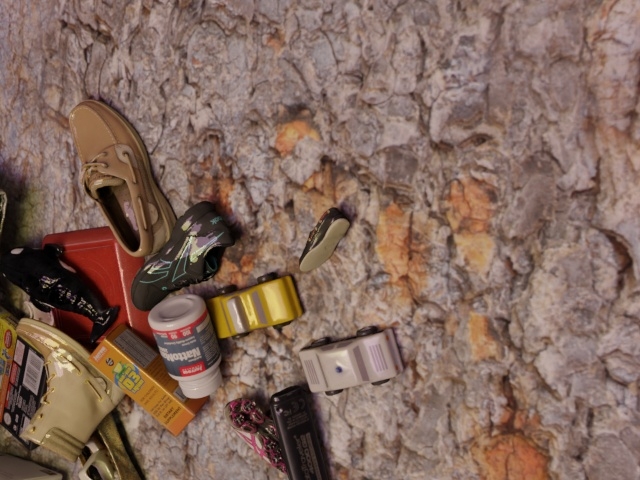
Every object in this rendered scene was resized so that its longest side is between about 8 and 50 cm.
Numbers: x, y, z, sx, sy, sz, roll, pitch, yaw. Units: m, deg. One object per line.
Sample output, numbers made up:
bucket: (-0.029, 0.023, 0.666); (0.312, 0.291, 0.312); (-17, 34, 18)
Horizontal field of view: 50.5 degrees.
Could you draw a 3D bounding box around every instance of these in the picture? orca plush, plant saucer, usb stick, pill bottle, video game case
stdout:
orca plush: (-0.554, 0.107, 1.363); (0.287, 0.102, 0.151); (43, 112, 12)
plant saucer: (-0.472, 0.106, 1.410); (0.258, 0.047, 0.259); (-6, 97, 25)
usb stick: (-0.030, 0.405, 1.244); (0.045, 0.077, 0.278); (2, 107, 65)
pill bottle: (-0.246, 0.201, 1.275); (0.108, 0.108, 0.180); (-1, 118, 24)
video game case: (-0.700, 0.297, 1.526); (0.248, 0.035, 0.275); (31, 117, 20)

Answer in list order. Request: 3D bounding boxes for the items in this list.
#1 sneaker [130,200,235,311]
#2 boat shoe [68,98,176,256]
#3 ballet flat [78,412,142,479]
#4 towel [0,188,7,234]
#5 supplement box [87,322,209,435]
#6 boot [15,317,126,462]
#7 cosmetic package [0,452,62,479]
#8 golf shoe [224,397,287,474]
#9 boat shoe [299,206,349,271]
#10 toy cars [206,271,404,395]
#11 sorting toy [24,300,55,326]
sneaker: (-0.263, 0.052, 1.280); (0.106, 0.101, 0.267); (44, 113, 9)
boat shoe: (-0.394, -0.125, 1.301); (0.121, 0.110, 0.341); (-35, 83, 24)
ballet flat: (-0.477, 0.444, 1.430); (0.123, 0.123, 0.349); (-30, 86, 25)
towel: (-0.785, -0.018, 1.474); (0.324, 0.056, 0.312); (28, 110, 37)
supplement box: (-0.338, 0.272, 1.335); (0.233, 0.080, 0.078); (41, 113, 0)
boot: (-0.540, 0.297, 1.356); (0.262, 0.203, 0.095); (39, 155, -12)
cosmetic package: (-0.727, 0.687, 1.494); (0.217, 0.156, 0.385); (3, 83, 29)
golf shoe: (-0.106, 0.370, 1.291); (0.186, 0.067, 0.086); (46, 155, -1)
boat shoe: (0.001, 0.000, 1.187); (0.133, 0.049, 0.042); (-55, 48, 28)
toy cars: (-0.047, 0.173, 1.210); (0.393, 0.087, 0.177); (26, 108, 18)
sorting toy: (-0.624, 0.162, 1.491); (0.075, 0.045, 0.083); (7, 113, 35)
